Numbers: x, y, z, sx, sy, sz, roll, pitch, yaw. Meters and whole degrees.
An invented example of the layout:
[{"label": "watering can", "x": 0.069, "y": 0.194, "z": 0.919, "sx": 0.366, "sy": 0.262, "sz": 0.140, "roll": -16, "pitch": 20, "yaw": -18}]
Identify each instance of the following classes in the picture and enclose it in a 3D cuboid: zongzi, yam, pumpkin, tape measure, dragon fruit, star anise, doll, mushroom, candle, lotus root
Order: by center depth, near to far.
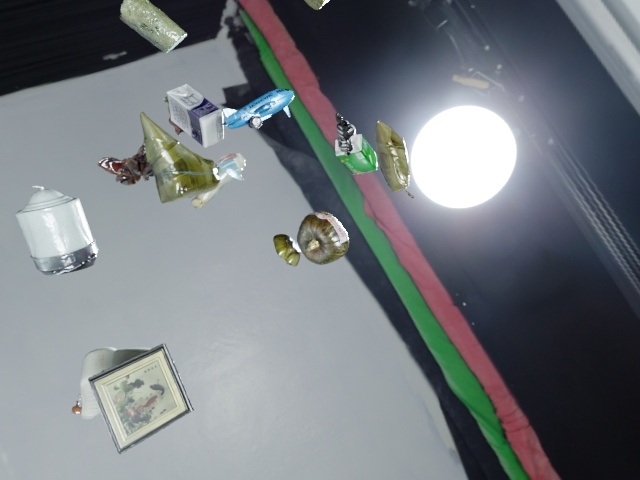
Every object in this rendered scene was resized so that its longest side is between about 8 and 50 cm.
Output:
[{"label": "zongzi", "x": 0.190, "y": -0.212, "z": 1.086, "sx": 0.178, "sy": 0.081, "sz": 0.189, "roll": 14, "pitch": 65, "yaw": -66}, {"label": "tape measure", "x": -0.638, "y": 0.446, "z": 1.281, "sx": 0.258, "sy": 0.265, "sz": 0.130, "roll": -65, "pitch": -145, "yaw": 36}, {"label": "zongzi", "x": -0.445, "y": -0.276, "z": 1.297, "sx": 0.125, "sy": 0.251, "sz": 0.275, "roll": -13, "pitch": -80, "yaw": 24}, {"label": "yam", "x": -0.544, "y": -0.705, "z": 1.322, "sx": 0.194, "sy": 0.107, "sz": 0.107, "roll": 36, "pitch": -14, "yaw": -16}, {"label": "candle", "x": -0.994, "y": -0.048, "z": 1.521, "sx": 0.221, "sy": 0.221, "sz": 0.343, "roll": 23, "pitch": -54, "yaw": 60}, {"label": "star anise", "x": -0.694, "y": -0.283, "z": 1.531, "sx": 0.129, "sy": 0.212, "sz": 0.283, "roll": 59, "pitch": -6, "yaw": 4}, {"label": "doll", "x": 0.104, "y": -0.441, "z": 1.695, "sx": 0.091, "sy": 0.067, "sz": 0.219, "roll": 51, "pitch": -11, "yaw": 23}, {"label": "pumpkin", "x": -0.002, "y": 0.001, "z": 1.890, "sx": 0.260, "sy": 0.189, "sz": 0.260, "roll": 18, "pitch": -61, "yaw": 37}, {"label": "dragon fruit", "x": -0.658, "y": -0.586, "z": 1.896, "sx": 0.137, "sy": 0.135, "sz": 0.236, "roll": 59, "pitch": 0, "yaw": 16}, {"label": "mushroom", "x": -0.482, "y": -0.285, "z": 1.913, "sx": 0.097, "sy": 0.351, "sz": 0.109, "roll": 45, "pitch": -17, "yaw": -27}, {"label": "lotus root", "x": -0.170, "y": 0.041, "z": 2.210, "sx": 0.183, "sy": 0.078, "sz": 0.204, "roll": 26, "pitch": 34, "yaw": -50}]

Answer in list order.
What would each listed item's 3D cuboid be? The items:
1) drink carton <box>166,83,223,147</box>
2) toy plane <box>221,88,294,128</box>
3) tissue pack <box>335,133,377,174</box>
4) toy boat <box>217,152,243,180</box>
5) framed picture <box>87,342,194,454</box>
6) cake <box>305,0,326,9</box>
[{"label": "drink carton", "x": -0.487, "y": -0.485, "z": 1.567, "sx": 0.222, "sy": 0.102, "sz": 0.134, "roll": 38, "pitch": -32, "yaw": 17}, {"label": "toy plane", "x": -0.212, "y": -0.450, "z": 1.401, "sx": 0.254, "sy": 0.271, "sz": 0.105, "roll": -137, "pitch": -151, "yaw": -66}, {"label": "tissue pack", "x": 0.185, "y": -0.458, "z": 2.060, "sx": 0.209, "sy": 0.148, "sz": 0.156, "roll": 32, "pitch": 55, "yaw": -54}, {"label": "toy boat", "x": -0.373, "y": -0.300, "z": 1.704, "sx": 0.122, "sy": 0.096, "sz": 0.034, "roll": 63, "pitch": -22, "yaw": -2}, {"label": "framed picture", "x": -0.441, "y": 0.385, "z": 1.005, "sx": 0.010, "sy": 0.195, "sz": 0.199, "roll": -28, "pitch": -95, "yaw": 48}, {"label": "cake", "x": -0.009, "y": -1.180, "z": 1.841, "sx": 0.179, "sy": 0.156, "sz": 0.260, "roll": 44, "pitch": 4, "yaw": -32}]
